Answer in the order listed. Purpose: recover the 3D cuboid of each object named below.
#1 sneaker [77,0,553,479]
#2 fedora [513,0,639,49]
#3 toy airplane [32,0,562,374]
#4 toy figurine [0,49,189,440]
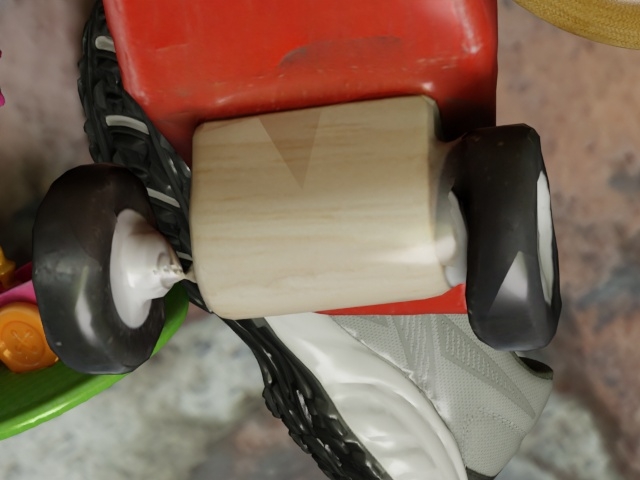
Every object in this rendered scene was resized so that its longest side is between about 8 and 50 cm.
[{"bbox_3d":[0.000,0.000,0.677,0.108,0.100,0.271,-43,117,-15],"label":"sneaker"},{"bbox_3d":[0.128,-0.164,0.611,0.194,0.079,0.194,-1,117,-2],"label":"fedora"},{"bbox_3d":[-0.020,-0.181,0.446,0.386,0.272,0.384,31,128,-14],"label":"toy airplane"},{"bbox_3d":[-0.158,-0.014,0.634,0.173,0.130,0.159,-15,108,27],"label":"toy figurine"}]
